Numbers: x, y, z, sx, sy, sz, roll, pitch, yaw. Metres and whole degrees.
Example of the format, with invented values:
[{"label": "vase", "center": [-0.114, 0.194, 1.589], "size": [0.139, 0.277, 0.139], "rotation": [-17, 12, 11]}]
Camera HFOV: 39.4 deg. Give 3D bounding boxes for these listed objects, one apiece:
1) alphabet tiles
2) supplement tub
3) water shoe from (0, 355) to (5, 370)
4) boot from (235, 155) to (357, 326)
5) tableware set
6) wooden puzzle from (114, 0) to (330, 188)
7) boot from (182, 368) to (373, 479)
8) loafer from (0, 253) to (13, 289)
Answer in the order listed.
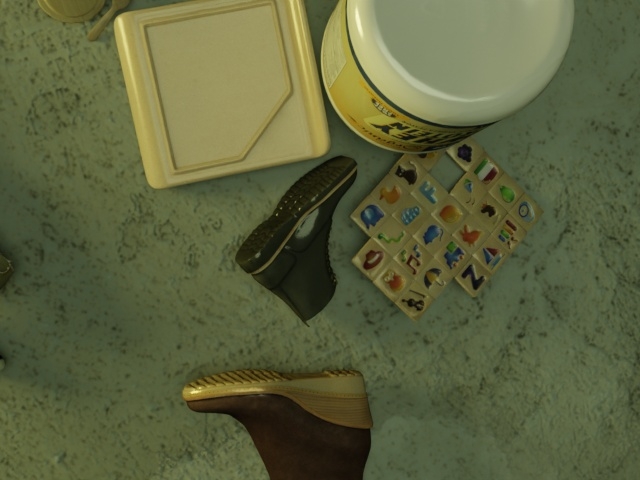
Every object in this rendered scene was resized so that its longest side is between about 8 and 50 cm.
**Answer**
[{"label": "alphabet tiles", "center": [0.157, -0.020, 1.168], "size": [0.198, 0.009, 0.237], "rotation": [44, 76, -9]}, {"label": "supplement tub", "center": [0.122, -0.220, 1.007], "size": [0.228, 0.316, 0.228], "rotation": [0, 88, -7]}, {"label": "water shoe", "center": [-0.470, 0.102, 1.075], "size": [0.203, 0.073, 0.080], "rotation": [25, 75, -27]}, {"label": "boot", "center": [0.000, 0.000, 1.154], "size": [0.198, 0.077, 0.137], "rotation": [-45, 117, -8]}, {"label": "tableware set", "center": [-0.269, -0.349, 1.075], "size": [0.194, 0.039, 0.128], "rotation": [-45, 124, 13]}, {"label": "wooden puzzle", "center": [-0.122, -0.193, 1.127], "size": [0.239, 0.044, 0.220], "rotation": [-11, 97, -2]}, {"label": "boot", "center": [-0.053, 0.273, 1.148], "size": [0.249, 0.090, 0.206], "rotation": [1, 93, -11]}, {"label": "loafer", "center": [-0.466, -0.026, 1.079], "size": [0.087, 0.094, 0.251], "rotation": [-40, 99, -37]}]
